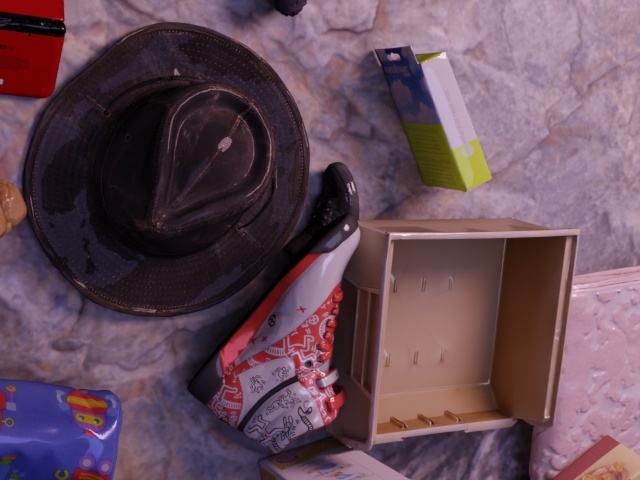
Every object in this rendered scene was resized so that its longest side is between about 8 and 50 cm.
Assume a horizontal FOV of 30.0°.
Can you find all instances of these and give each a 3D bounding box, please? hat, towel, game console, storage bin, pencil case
[{"bbox_3d":[-0.137,-0.070,1.258,0.331,0.134,0.331,-2,95,-24],"label":"hat"},{"bbox_3d":[0.409,0.193,1.535,0.317,0.053,0.332,-7,108,-26],"label":"towel"},{"bbox_3d":[-0.340,-0.223,1.220,0.144,0.085,0.124,4,124,-24],"label":"game console"},{"bbox_3d":[0.145,0.105,1.381,0.262,0.123,0.260,-2,102,-30],"label":"storage bin"},{"bbox_3d":[-0.351,0.198,1.195,0.306,0.133,0.119,11,45,-25],"label":"pencil case"}]

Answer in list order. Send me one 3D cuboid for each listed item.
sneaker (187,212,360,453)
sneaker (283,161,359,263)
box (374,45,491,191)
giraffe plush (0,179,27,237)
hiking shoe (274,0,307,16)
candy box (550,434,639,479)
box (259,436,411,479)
[{"bbox_3d":[-0.009,0.109,1.310,0.145,0.090,0.270,40,99,-3],"label":"sneaker"},{"bbox_3d":[-0.001,0.000,1.371,0.089,0.051,0.170,-11,102,-26],"label":"sneaker"},{"bbox_3d":[0.129,-0.147,1.385,0.042,0.109,0.178,-26,105,-16],"label":"box"},{"bbox_3d":[-0.417,-0.021,1.142,0.210,0.181,0.170,-37,100,18],"label":"giraffe plush"},{"bbox_3d":[-0.050,-0.360,1.313,0.114,0.086,0.227,5,87,-11],"label":"hiking shoe"},{"bbox_3d":[0.364,0.422,1.511,0.183,0.087,0.316,-35,121,-14],"label":"candy box"},{"bbox_3d":[0.022,0.305,1.324,0.103,0.203,0.114,-14,102,-22],"label":"box"}]
